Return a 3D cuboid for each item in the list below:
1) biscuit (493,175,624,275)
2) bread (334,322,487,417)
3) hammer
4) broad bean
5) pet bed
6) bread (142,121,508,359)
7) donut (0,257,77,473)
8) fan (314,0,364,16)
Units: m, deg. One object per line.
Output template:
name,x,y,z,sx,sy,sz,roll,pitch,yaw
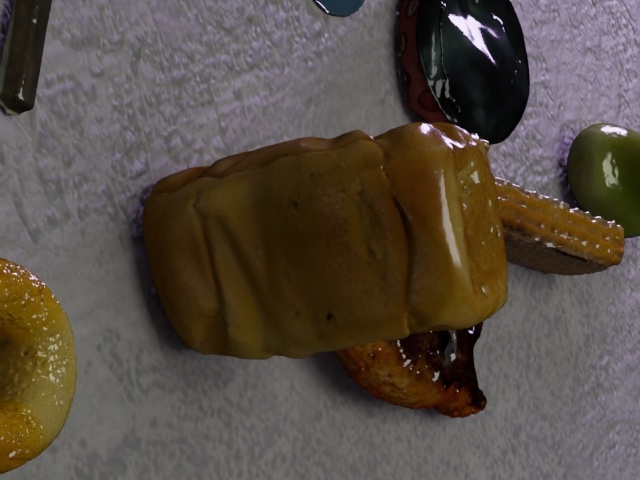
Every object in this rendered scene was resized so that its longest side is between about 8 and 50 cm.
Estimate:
biscuit,0.166,-0.024,1.933,0.378,0.094,0.054,18,74,-47
bread,0.080,0.087,1.810,0.269,0.095,0.139,33,58,-59
hammer,-0.219,-0.238,1.554,0.125,0.027,0.297,28,61,-41
broad bean,0.336,-0.063,2.172,0.174,0.082,0.124,2,80,-41
pet bed,0.146,-0.186,1.976,0.201,0.053,0.201,13,72,-49
bread,0.000,0.000,1.559,0.132,0.294,0.167,-29,107,-56
donut,-0.248,0.089,1.402,0.190,0.074,0.174,28,60,-45
fan,0.001,-0.295,1.858,0.113,0.005,0.175,-36,111,-48
